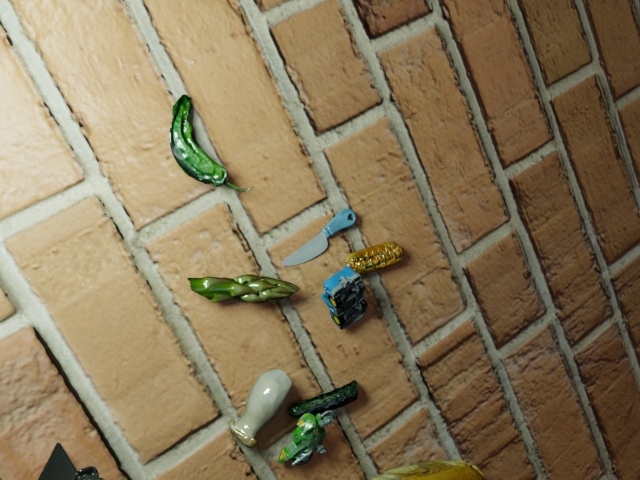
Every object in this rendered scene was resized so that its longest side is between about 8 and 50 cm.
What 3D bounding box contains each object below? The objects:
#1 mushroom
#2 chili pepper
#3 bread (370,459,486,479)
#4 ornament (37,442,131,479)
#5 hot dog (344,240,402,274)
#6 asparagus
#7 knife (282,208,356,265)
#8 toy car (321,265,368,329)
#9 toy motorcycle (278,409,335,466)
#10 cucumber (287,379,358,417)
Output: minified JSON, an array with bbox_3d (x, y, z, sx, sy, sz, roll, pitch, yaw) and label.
[{"bbox_3d":[-0.155,0.432,1.568,0.097,0.088,0.212,38,85,-13],"label":"mushroom"},{"bbox_3d":[-0.291,-0.210,1.463,0.122,0.065,0.279,-36,104,-13],"label":"chili pepper"},{"bbox_3d":[0.302,0.759,1.750,0.388,0.183,0.236,-14,103,-23],"label":"bread"},{"bbox_3d":[-0.534,0.590,1.395,0.196,0.166,0.153,29,84,-39],"label":"ornament"},{"bbox_3d":[0.154,0.051,1.692,0.188,0.055,0.072,-16,99,-21],"label":"hot dog"},{"bbox_3d":[-0.193,0.125,1.532,0.287,0.080,0.080,0,95,-16],"label":"asparagus"},{"bbox_3d":[0.001,0.001,1.637,0.244,0.032,0.058,-41,117,-11],"label":"knife"},{"bbox_3d":[0.059,0.146,1.627,0.097,0.100,0.191,-32,140,-18],"label":"toy car"},{"bbox_3d":[-0.034,0.529,1.621,0.106,0.074,0.190,18,109,-36],"label":"toy motorcycle"},{"bbox_3d":[0.010,0.446,1.663,0.214,0.052,0.058,-14,79,-22],"label":"cucumber"}]
